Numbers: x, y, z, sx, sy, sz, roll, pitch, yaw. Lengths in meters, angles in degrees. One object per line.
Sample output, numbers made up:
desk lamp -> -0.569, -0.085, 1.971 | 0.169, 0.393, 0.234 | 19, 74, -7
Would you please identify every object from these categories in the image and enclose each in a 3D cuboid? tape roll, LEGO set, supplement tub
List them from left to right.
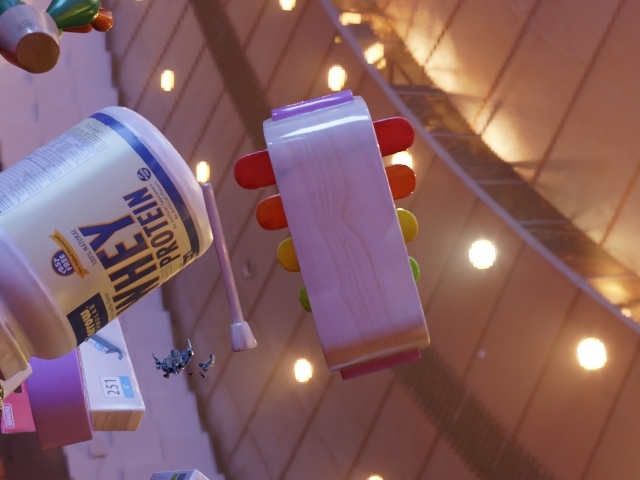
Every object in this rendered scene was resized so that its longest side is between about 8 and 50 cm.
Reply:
tape roll -> -0.459, 0.218, 1.745 | 0.275, 0.090, 0.274 | 170, -90, -76
supplement tub -> -0.327, 0.003, 1.286 | 0.235, 0.325, 0.235 | 41, -25, 24
LEGO set -> -0.157, 0.143, 1.156 | 0.083, 0.054, 0.023 | 26, -28, 39

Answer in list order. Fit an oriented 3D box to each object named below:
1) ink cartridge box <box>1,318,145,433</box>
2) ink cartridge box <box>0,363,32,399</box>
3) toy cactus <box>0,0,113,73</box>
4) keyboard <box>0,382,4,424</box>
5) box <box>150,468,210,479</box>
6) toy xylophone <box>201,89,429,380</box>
ink cartridge box -> -0.507, 0.251, 1.986 | 0.296, 0.261, 0.066 | 60, -44, 46
ink cartridge box -> -0.581, 0.227, 1.435 | 0.197, 0.273, 0.114 | -1, -56, 42
toy cactus -> -0.247, -0.187, 0.827 | 0.180, 0.219, 0.112 | -136, -142, -54
keyboard -> -0.304, 0.180, 0.921 | 0.192, 0.038, 0.100 | -105, -178, -49
box -> -0.136, 0.390, 1.259 | 0.103, 0.203, 0.114 | -20, -145, 49
toy xylophone -> 0.000, 0.000, 1.101 | 0.081, 0.236, 0.322 | -92, 175, -87
